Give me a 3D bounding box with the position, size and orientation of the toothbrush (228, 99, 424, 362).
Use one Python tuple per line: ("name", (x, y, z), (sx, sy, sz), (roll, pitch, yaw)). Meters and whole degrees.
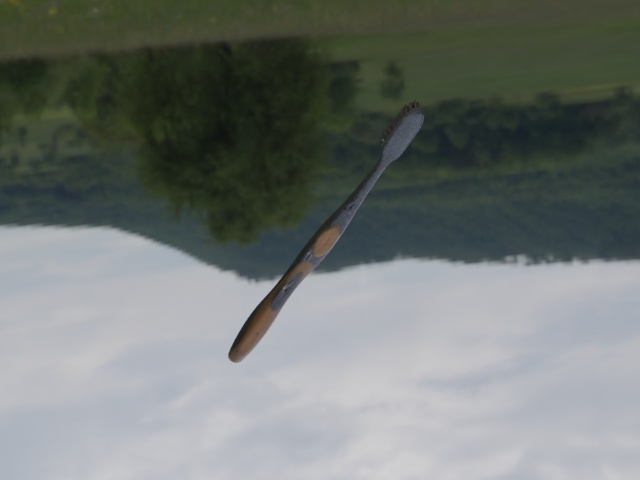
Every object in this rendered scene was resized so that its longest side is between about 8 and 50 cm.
("toothbrush", (0.000, 0.001, 1.144), (0.023, 0.321, 0.031), (30, -155, -14))
